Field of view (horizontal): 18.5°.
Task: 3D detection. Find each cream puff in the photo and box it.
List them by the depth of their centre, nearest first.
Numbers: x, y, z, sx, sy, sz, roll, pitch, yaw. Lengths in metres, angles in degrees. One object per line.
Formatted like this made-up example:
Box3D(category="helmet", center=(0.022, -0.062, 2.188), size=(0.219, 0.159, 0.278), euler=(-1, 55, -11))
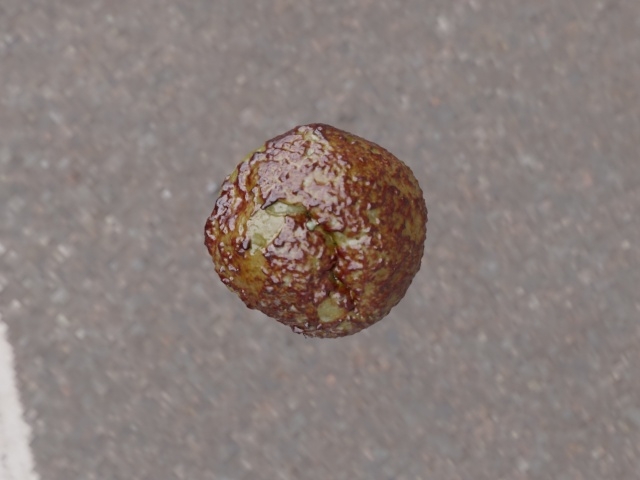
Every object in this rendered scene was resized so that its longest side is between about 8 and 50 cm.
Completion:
Box3D(category="cream puff", center=(0.000, 0.000, 1.268), size=(0.149, 0.149, 0.084), euler=(-33, 26, 4))
